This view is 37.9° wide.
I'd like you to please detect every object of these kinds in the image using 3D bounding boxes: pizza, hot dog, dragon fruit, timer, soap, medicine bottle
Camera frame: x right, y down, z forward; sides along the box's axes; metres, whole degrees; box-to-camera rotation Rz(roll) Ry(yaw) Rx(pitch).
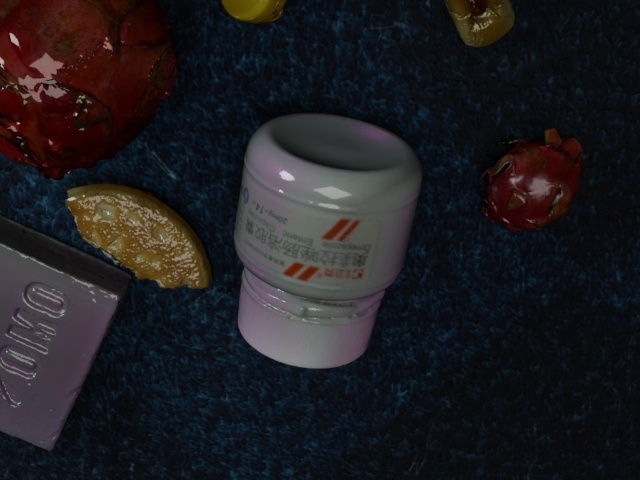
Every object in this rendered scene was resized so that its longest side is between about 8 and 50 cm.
[{"bbox_3d":[-0.264,-0.011,1.382,0.246,0.058,0.127,24,106,-10],"label":"pizza"},{"bbox_3d":[0.189,-0.375,1.259,0.084,0.073,0.242,-24,107,12],"label":"hot dog"},{"bbox_3d":[0.308,-0.084,1.328,0.166,0.133,0.136,-39,114,0],"label":"dragon fruit"},{"bbox_3d":[-0.334,-0.226,1.188,0.301,0.295,0.296,-33,108,-18],"label":"dragon fruit"},{"bbox_3d":[-0.096,-0.346,1.245,0.107,0.109,0.107,1,92,39],"label":"timer"},{"bbox_3d":[-0.470,0.128,1.405,0.285,0.107,0.296,24,106,-6],"label":"soap"},{"bbox_3d":[0.000,0.000,1.293,0.241,0.241,0.302,9,118,-4],"label":"medicine bottle"}]
